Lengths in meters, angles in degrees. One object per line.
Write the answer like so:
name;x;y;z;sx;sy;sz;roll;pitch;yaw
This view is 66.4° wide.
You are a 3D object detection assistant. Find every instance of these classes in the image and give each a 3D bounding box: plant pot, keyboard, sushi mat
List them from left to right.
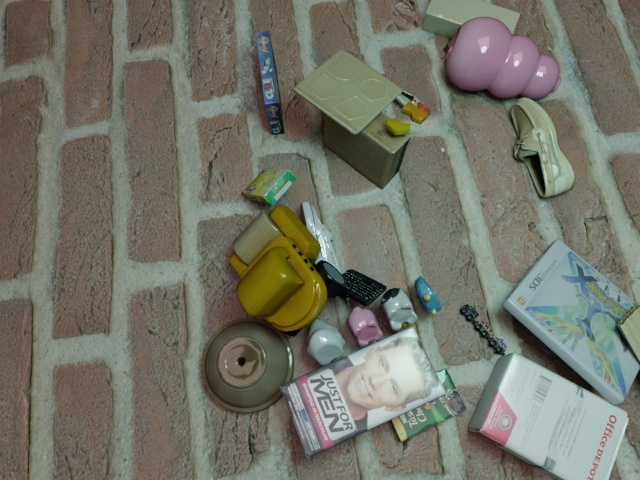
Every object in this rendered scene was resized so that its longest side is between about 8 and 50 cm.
plant pot;-0.186;0.306;1.221;0.237;0.110;0.238;0;72;0
keyboard;0.081;0.116;1.244;0.100;0.192;0.038;-41;113;-13
sushi mat;0.830;0.310;1.175;0.151;0.019;0.317;-24;84;-31

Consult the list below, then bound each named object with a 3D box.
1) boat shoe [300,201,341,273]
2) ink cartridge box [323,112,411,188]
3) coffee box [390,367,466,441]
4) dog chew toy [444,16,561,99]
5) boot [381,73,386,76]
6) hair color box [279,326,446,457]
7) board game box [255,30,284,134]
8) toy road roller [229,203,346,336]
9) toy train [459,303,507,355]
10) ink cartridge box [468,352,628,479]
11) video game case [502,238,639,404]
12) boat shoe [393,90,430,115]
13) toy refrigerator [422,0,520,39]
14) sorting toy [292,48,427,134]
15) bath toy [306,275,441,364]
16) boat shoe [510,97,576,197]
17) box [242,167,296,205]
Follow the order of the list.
boat shoe;0.000;0.000;1.341;0.075;0.083;0.227;-11;83;-13
ink cartridge box;0.122;-0.282;1.361;0.234;0.193;0.088;40;72;13
coffee box;0.253;0.406;1.210;0.184;0.040;0.113;-22;72;-5
dog chew toy;0.538;-0.512;1.431;0.331;0.206;0.207;22;73;0
boot;0.098;-0.458;1.487;0.152;0.073;0.197;32;73;16
hair color box;0.097;0.355;1.158;0.347;0.105;0.174;-23;71;-6
board game box;-0.147;-0.461;1.444;0.042;0.165;0.244;-8;71;-1
toy road roller;-0.115;0.068;1.197;0.202;0.240;0.330;-45;66;14
toy train;0.426;0.230;1.272;0.036;0.027;0.158;-33;73;-20
ink cartridge box;0.529;0.428;1.154;0.282;0.117;0.207;28;74;10
video game case;0.655;0.184;1.218;0.329;0.036;0.300;44;56;14
boat shoe;0.273;-0.418;1.482;0.137;0.043;0.049;32;74;10
toy refrigerator;0.469;-0.686;1.541;0.269;0.094;0.102;22;80;9
sorting toy;0.109;-0.360;1.271;0.307;0.041;0.229;39;63;13
bath toy;0.123;0.199;1.240;0.348;0.151;0.129;-23;39;-2
boat shoe;0.608;-0.266;1.390;0.098;0.109;0.303;-19;78;-6
box;-0.150;-0.152;1.364;0.105;0.179;0.043;-49;120;-13
